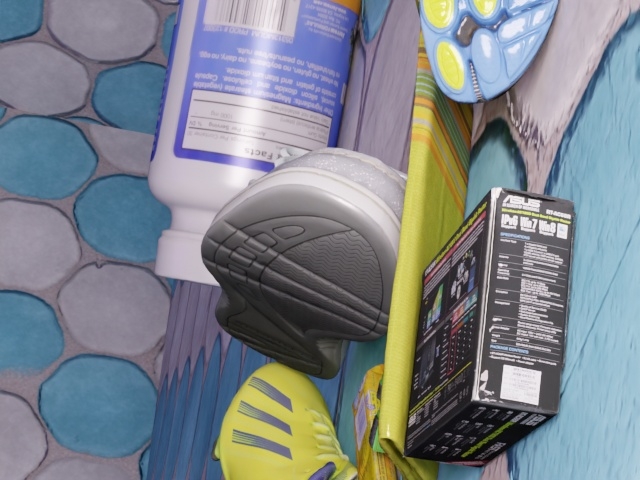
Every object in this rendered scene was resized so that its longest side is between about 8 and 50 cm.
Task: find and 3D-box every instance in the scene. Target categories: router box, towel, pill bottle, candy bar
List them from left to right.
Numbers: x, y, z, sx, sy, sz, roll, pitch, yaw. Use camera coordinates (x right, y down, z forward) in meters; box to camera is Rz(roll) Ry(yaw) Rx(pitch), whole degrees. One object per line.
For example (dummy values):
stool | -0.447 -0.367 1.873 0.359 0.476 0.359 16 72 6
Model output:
pill bottle | -0.059 -0.094 1.473 0.152 0.152 0.272 176 104 -82
candy bar | 0.033 0.125 1.009 0.161 0.018 0.040 -93 19 -62
towel | 0.051 -0.001 0.883 0.102 0.021 0.237 55 -142 -62
router box | 0.071 0.041 0.763 0.122 0.038 0.092 123 155 -69

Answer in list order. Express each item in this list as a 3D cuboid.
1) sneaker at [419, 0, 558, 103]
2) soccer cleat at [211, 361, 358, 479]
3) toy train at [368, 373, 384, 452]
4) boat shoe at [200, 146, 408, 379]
sneaker | 0.086 -0.146 0.863 0.078 0.067 0.188 70 -159 -60
soccer cleat | -0.009 0.163 1.109 0.121 0.093 0.289 -42 20 24
toy train | 0.044 0.078 0.968 0.017 0.024 0.083 -116 36 -77
boat shoe | 0.002 0.001 1.058 0.103 0.118 0.320 -63 -4 -16
